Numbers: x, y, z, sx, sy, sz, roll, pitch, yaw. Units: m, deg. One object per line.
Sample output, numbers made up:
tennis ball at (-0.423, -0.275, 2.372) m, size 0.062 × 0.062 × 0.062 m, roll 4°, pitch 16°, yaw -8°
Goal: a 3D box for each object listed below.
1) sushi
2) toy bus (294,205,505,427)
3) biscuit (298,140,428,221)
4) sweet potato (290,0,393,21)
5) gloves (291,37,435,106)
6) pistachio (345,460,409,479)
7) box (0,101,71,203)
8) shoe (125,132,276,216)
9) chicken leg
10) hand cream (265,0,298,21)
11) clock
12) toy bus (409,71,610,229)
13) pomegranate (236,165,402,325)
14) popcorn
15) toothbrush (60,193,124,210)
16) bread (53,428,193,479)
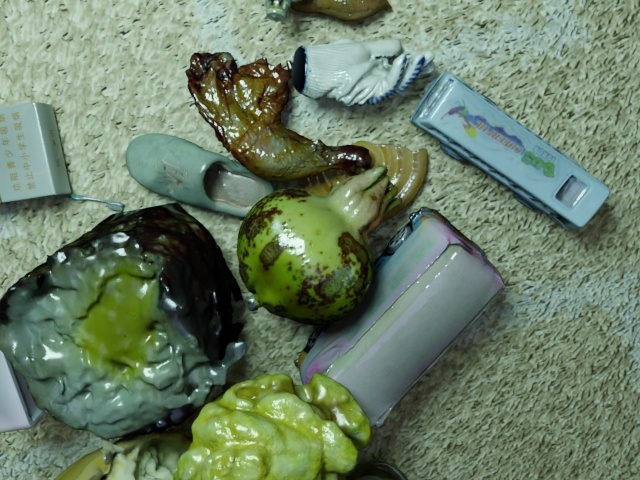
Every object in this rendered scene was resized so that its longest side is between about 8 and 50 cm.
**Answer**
sushi at (-0.271, 0.112, 0.862) m, size 0.281 × 0.294 × 0.299 m, roll -33°, pitch 102°, yaw 5°
toy bus at (0.119, 0.141, 0.953) m, size 0.171 × 0.162 × 0.386 m, roll 39°, pitch 98°, yaw -10°
biscuit at (0.066, -0.095, 0.967) m, size 0.225 × 0.033 × 0.144 m, roll 4°, pitch 101°, yaw -2°
sweet potato at (0.006, -0.380, 0.891) m, size 0.226 × 0.068 × 0.068 m, roll 5°, pitch 101°, yaw -3°
gloves at (0.069, -0.266, 0.895) m, size 0.229 × 0.097 × 0.119 m, roll -7°, pitch 69°, yaw -7°
pistachio at (0.083, 0.546, 1.027) m, size 0.198 × 0.166 × 0.287 m, roll 18°, pitch 101°, yaw 9°
box at (-0.536, -0.128, 0.912) m, size 0.233 × 0.067 × 0.149 m, roll -8°, pitch 96°, yaw 1°
shoe at (-0.193, -0.102, 0.922) m, size 0.251 × 0.100 × 0.103 m, roll 14°, pitch 100°, yaw -8°
chicken leg at (-0.075, -0.186, 0.908) m, size 0.177 × 0.083 × 0.322 m, roll -41°, pitch 87°, yaw -11°
hand cream at (-0.041, -0.490, 0.845) m, size 0.125 × 0.078 × 0.340 m, roll 8°, pitch 87°, yaw -2°
clock at (-0.469, 0.193, 0.920) m, size 0.063 × 0.197 × 0.150 m, roll -12°, pitch 102°, yaw 2°
toy bus at (0.305, -0.137, 0.915) m, size 0.330 × 0.136 × 0.109 m, roll 32°, pitch 101°, yaw -7°
pomegranate at (-0.001, 0.001, 0.878) m, size 0.222 × 0.204 × 0.277 m, roll 48°, pitch 116°, yaw -1°
popcorn at (-0.076, 0.302, 0.804) m, size 0.235 × 0.250 × 0.241 m, roll 44°, pitch 122°, yaw 7°
toothbrush at (-0.414, -0.071, 0.963) m, size 0.167 × 0.011 × 0.014 m, roll 11°, pitch 107°, yaw -5°
bread at (-0.312, 0.454, 0.916) m, size 0.394 × 0.250 × 0.361 m, roll -28°, pitch 127°, yaw 32°
